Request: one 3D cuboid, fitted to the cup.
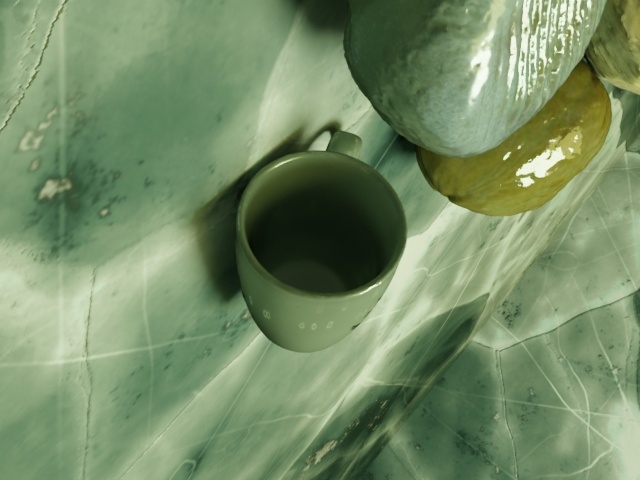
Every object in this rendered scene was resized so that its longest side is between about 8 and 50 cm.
[{"bbox_3d":[0.000,0.000,1.060,0.234,0.186,0.258,103,3,-63],"label":"cup"}]

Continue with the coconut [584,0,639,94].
[{"bbox_3d":[0.477,-0.368,1.144,0.404,0.404,0.404,-43,157,-23],"label":"coconut"}]

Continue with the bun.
[{"bbox_3d":[0.160,-0.259,0.873,0.362,0.211,0.362,-38,145,-34],"label":"bun"}]

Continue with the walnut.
[{"bbox_3d":[0.274,-0.157,1.256,0.283,0.283,0.227,-55,-158,6],"label":"walnut"}]
